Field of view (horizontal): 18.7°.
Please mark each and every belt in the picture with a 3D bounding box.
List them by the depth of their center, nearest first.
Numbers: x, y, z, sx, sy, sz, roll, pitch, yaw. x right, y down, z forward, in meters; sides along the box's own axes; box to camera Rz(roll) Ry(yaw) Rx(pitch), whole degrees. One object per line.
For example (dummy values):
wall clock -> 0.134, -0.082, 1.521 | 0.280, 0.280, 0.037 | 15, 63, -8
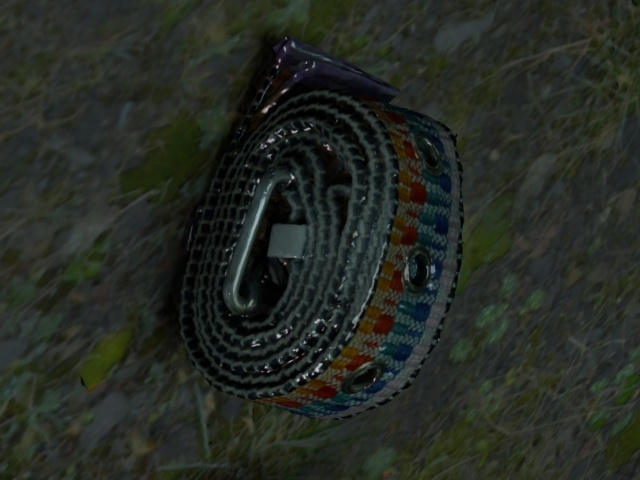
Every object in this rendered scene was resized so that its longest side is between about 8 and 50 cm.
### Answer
belt -> 0.000, 0.000, 1.614 | 0.160, 0.207, 0.295 | 19, 95, -49
